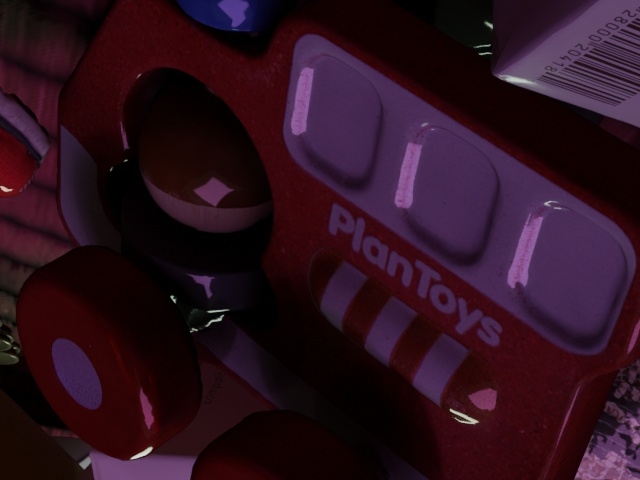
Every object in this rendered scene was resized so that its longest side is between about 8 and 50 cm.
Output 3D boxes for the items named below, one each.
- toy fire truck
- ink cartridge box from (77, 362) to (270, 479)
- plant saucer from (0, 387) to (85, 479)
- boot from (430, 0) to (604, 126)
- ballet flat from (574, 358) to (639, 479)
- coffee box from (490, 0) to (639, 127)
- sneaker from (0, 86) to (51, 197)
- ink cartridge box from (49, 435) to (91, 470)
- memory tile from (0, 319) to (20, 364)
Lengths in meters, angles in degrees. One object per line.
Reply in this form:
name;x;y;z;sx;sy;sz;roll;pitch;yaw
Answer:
toy fire truck;0.000;0.000;0.581;0.302;0.169;0.254;38;137;26
ink cartridge box;-0.008;0.128;0.869;0.354;0.207;0.119;0;115;13
plant saucer;-0.294;0.181;1.035;0.333;0.081;0.333;-20;118;46
boot;0.115;-0.060;0.583;0.190;0.076;0.208;19;151;7
ballet flat;0.297;0.028;0.690;0.483;0.164;0.182;1;135;0
coffee box;0.181;-0.091;0.411;0.247;0.141;0.098;15;155;-23
sneaker;-0.255;-0.054;0.567;0.279;0.118;0.107;17;169;-25
ink cartridge box;-0.223;0.224;1.246;0.232;0.066;0.189;7;158;3
memory tile;-0.299;0.066;1.065;0.113;0.012;0.148;5;157;2
